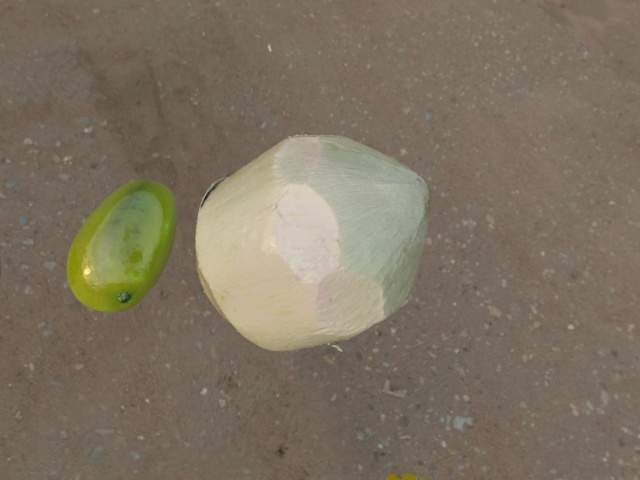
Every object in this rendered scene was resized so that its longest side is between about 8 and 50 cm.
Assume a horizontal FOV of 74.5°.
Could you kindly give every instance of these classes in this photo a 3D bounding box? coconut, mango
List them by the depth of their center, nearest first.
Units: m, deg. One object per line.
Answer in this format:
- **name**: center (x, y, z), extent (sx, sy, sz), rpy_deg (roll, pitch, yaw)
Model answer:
- **coconut**: center (0.000, 0.000, 0.424), extent (0.224, 0.234, 0.224), rpy_deg (30, 54, -54)
- **mango**: center (-0.344, -0.004, 0.756), extent (0.149, 0.185, 0.273), rpy_deg (33, 57, -30)

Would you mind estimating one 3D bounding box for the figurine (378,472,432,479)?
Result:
- **figurine**: center (0.186, 0.388, 0.416), extent (0.315, 0.187, 0.168), rpy_deg (38, 65, -16)
